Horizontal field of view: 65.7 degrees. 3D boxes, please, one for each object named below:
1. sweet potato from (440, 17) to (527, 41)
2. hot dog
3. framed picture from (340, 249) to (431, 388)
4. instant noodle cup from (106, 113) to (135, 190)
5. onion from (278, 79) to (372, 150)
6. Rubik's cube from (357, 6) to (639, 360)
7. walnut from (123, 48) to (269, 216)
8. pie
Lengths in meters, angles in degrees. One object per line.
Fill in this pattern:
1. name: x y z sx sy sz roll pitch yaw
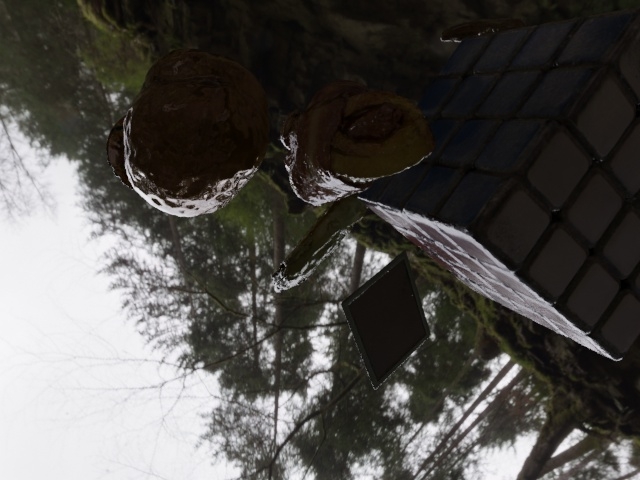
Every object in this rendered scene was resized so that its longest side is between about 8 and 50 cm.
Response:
1. sweet potato: 0.419 -0.528 1.256 0.081 0.062 0.233 -28 -145 -34
2. hot dog: 0.015 -0.109 0.567 0.093 0.262 0.123 23 -111 -28
3. framed picture: 0.171 0.201 1.254 0.232 0.296 0.019 -36 -149 -26
4. instant noodle cup: -0.489 -0.256 1.397 0.230 0.230 0.182 -25 -156 -22
5. onion: 0.083 -0.304 1.473 0.354 0.353 0.353 2 -128 -3
6. Rubik's cube: 0.327 -0.085 0.757 0.337 0.344 0.344 -54 -154 0
7. walnut: -0.281 -0.234 1.133 0.308 0.398 0.353 27 -118 -20
8. pie: 0.000 0.000 1.052 0.071 0.306 0.306 39 -123 -1
